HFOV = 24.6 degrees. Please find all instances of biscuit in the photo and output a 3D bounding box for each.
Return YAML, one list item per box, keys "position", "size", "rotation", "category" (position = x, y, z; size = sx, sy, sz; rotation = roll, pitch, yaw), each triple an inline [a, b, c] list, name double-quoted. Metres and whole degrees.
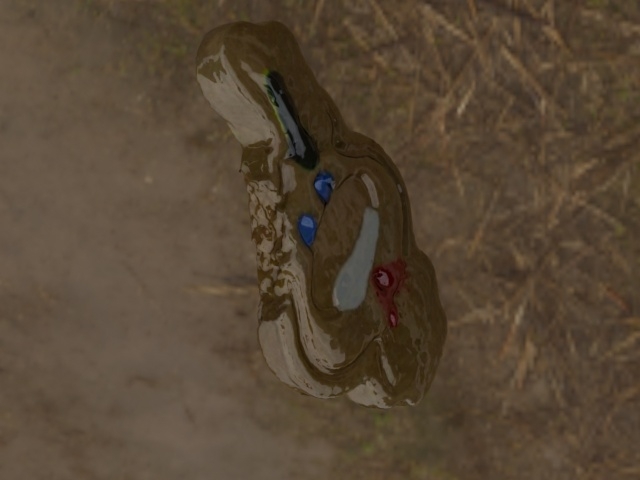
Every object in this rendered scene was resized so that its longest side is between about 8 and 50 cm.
- position: [0.004, -0.008, 0.999]
  size: [0.047, 0.183, 0.319]
  rotation: [-6, 116, 35]
  category: "biscuit"
